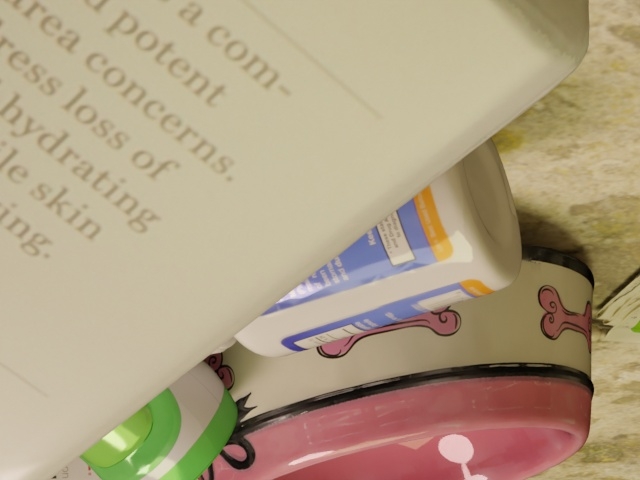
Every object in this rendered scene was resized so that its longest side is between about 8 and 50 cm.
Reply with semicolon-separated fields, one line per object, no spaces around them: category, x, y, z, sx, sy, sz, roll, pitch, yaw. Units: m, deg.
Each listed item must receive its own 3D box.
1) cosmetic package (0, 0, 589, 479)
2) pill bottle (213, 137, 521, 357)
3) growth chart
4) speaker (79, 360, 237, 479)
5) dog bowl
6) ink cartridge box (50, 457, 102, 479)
cosmetic package;-0.149;-0.134;0.646;0.329;0.327;0.394;40;123;-19
pill bottle;0.000;0.000;1.317;0.272;0.152;0.152;-18;151;20
growth chart;0.349;0.052;1.626;0.172;0.021;0.237;2;155;-12
speaker;-0.205;0.074;1.369;0.296;0.131;0.131;44;136;-16
dog bowl;0.059;0.144;1.566;0.408;0.150;0.408;-10;160;-4
ink cartridge box;-0.304;0.130;1.485;0.278;0.201;0.117;-1;167;-13
